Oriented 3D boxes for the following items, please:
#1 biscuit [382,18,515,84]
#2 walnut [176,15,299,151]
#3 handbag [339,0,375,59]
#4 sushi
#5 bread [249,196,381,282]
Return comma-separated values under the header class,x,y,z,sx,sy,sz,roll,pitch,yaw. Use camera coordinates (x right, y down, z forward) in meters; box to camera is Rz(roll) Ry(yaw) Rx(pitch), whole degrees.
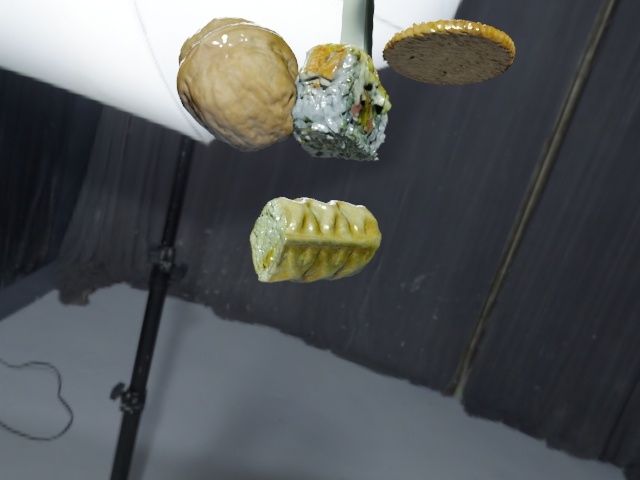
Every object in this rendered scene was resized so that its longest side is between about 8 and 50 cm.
class,x,y,z,sx,sy,sz,roll,pitch,yaw
biscuit,0.245,-0.357,1.508,0.253,0.035,0.254,5,-12,1
walnut,-0.192,-0.381,1.902,0.306,0.306,0.344,30,-3,31
handbag,0.106,-0.548,2.093,0.079,0.256,0.219,5,5,13
sushi,0.043,-0.242,1.464,0.139,0.184,0.274,7,-16,28
bread,0.000,0.000,1.459,0.267,0.152,0.130,1,18,-40
